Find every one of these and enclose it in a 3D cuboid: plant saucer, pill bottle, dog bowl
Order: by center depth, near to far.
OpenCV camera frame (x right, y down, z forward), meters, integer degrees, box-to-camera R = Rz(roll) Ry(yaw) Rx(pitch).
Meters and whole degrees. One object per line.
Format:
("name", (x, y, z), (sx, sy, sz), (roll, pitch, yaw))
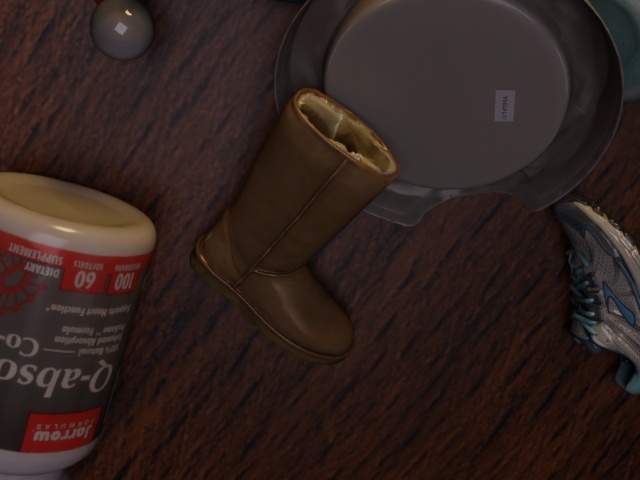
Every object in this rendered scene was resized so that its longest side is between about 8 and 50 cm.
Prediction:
("dog bowl", (0.132, -0.171, 1.028), (0.348, 0.102, 0.349), (6, 134, 6))
("plant saucer", (0.299, -0.226, 1.067), (0.195, 0.037, 0.195), (22, 136, 23))
("pill bottle", (-0.325, 0.125, 1.088), (0.210, 0.210, 0.363), (16, 102, -7))

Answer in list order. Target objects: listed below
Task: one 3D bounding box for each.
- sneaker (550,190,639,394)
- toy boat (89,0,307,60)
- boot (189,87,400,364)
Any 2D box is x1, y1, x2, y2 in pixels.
("sneaker", (0.343, 0.071, 1.169), (0.122, 0.110, 0.283), (-35, 103, 9))
("toy boat", (-0.101, -0.301, 1.005), (0.318, 0.148, 0.267), (-24, 145, 19))
("boot", (0.000, 0.000, 1.076), (0.236, 0.089, 0.269), (34, 130, -10))
